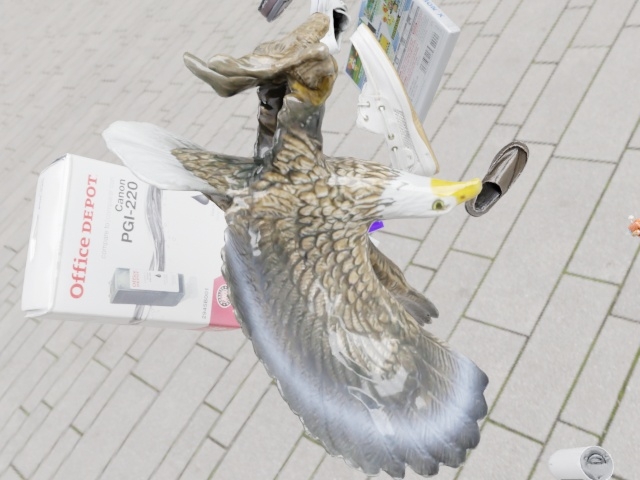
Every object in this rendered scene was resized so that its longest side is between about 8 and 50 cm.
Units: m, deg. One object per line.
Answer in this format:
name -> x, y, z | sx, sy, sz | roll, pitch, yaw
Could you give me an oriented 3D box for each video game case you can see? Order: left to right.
video game case -> 0.172, -0.432, 1.470 | 0.036, 0.329, 0.300 | -21, 60, -25

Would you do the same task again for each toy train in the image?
toy train -> 0.788, -0.025, 1.463 | 0.125, 0.166, 0.046 | 44, 64, 5

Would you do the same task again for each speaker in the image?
speaker -> 0.430, 0.372, 1.054 | 0.055, 0.136, 0.055 | 1, 69, -2

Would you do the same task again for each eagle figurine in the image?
eagle figurine -> 0.010, 0.001, 0.467 | 0.225, 0.298, 0.226 | 13, 34, 40

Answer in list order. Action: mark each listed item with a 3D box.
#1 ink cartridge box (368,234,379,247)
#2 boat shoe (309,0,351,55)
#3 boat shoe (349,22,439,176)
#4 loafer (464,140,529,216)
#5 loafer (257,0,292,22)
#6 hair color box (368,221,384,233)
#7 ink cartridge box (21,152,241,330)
ink cartridge box -> 0.024, 0.050, 1.173 | 0.175, 0.072, 0.127 | -62, 18, 6
boat shoe -> 0.026, -0.481, 1.396 | 0.084, 0.095, 0.258 | -7, 53, 21
boat shoe -> 0.101, -0.208, 1.030 | 0.096, 0.277, 0.098 | -24, 24, 13
loafer -> 0.445, -0.146, 1.575 | 0.220, 0.080, 0.078 | -58, 1, 12
loafer -> -0.047, -0.580, 1.264 | 0.302, 0.095, 0.109 | -47, 9, 34
hair color box -> 0.036, -0.050, 1.682 | 0.185, 0.110, 0.339 | -20, 2, -6
ink cartridge box -> -0.189, 0.012, 0.684 | 0.092, 0.217, 0.159 | -12, 72, 51
